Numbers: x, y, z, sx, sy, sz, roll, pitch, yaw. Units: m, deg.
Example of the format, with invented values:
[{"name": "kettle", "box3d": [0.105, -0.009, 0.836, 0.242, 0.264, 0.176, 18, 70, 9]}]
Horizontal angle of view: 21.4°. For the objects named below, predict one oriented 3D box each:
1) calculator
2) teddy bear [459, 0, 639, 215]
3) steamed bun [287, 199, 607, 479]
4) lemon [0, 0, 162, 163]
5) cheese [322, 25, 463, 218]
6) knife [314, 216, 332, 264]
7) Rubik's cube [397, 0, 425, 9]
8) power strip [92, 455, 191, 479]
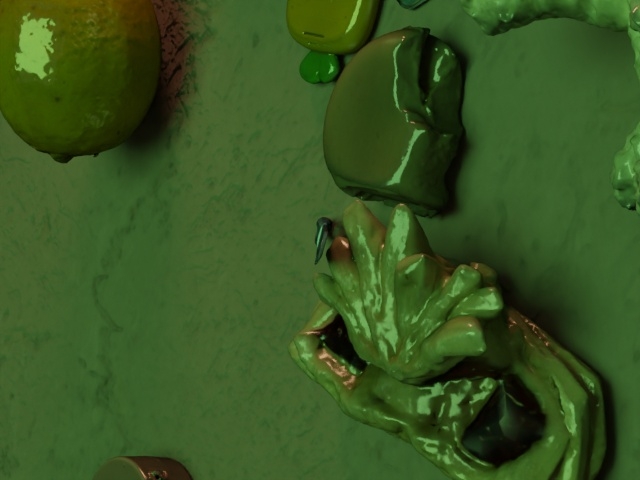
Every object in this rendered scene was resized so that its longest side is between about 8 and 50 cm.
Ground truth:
[{"name": "calculator", "box3d": [0.017, -0.297, 1.974, 0.146, 0.032, 0.235, 18, 98, 48]}, {"name": "teddy bear", "box3d": [0.283, -0.097, 1.456, 0.327, 0.375, 0.362, 90, -170, -70]}, {"name": "steamed bun", "box3d": [0.110, 0.103, 1.725, 0.428, 0.189, 0.247, 31, 101, 46]}, {"name": "lemon", "box3d": [-0.317, -0.242, 2.198, 0.236, 0.236, 0.263, 38, 108, 43]}, {"name": "cheese", "box3d": [0.081, -0.134, 1.842, 0.175, 0.091, 0.202, 20, 102, 46]}, {"name": "knife", "box3d": [0.000, 0.000, 1.824, 0.313, 0.019, 0.044, -83, 10, -87]}, {"name": "Rubik's cube", "box3d": [0.130, -0.401, 1.774, 0.228, 0.233, 0.229, -36, 97, -1]}, {"name": "power strip", "box3d": [-0.226, 0.346, 2.146, 0.154, 0.078, 0.154, -11, 75, 47]}]
